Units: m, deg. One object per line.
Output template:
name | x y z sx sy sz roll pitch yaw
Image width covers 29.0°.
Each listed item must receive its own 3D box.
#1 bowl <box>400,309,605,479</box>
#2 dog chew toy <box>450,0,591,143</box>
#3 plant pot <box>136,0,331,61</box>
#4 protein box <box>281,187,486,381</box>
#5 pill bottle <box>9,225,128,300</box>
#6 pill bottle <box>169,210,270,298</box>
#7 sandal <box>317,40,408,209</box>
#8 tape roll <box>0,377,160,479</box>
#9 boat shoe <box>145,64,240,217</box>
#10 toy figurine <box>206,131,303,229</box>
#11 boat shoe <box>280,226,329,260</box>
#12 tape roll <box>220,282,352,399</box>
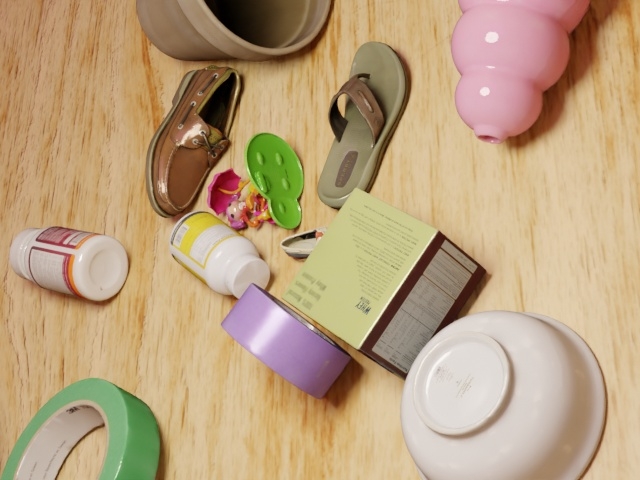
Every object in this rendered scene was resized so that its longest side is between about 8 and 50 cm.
bowl | 0.216 0.209 1.639 0.297 0.134 0.298 -19 54 28
dog chew toy | 0.288 -0.307 1.850 0.206 0.206 0.332 4 75 39
plant pot | -0.187 -0.454 2.257 0.280 0.323 0.323 -17 54 50
protein box | 0.091 0.065 1.810 0.199 0.136 0.201 30 85 49
pill bottle | -0.467 0.038 2.280 0.221 0.121 0.121 9 71 41
pill bottle | -0.166 0.028 2.063 0.184 0.103 0.103 34 87 44
sandal | 0.061 -0.199 2.031 0.120 0.086 0.303 0 65 38
tape roll | -0.401 0.385 2.023 0.321 0.077 0.321 -27 45 30
boat shoe | -0.227 -0.187 2.232 0.104 0.110 0.307 -6 62 37
toy figurine | -0.122 -0.075 2.109 0.159 0.130 0.173 -26 75 41
boat shoe | 0.000 0.000 1.993 0.137 0.043 0.049 -14 55 30
tape roll | -0.051 0.149 1.843 0.189 0.189 0.080 35 88 44
